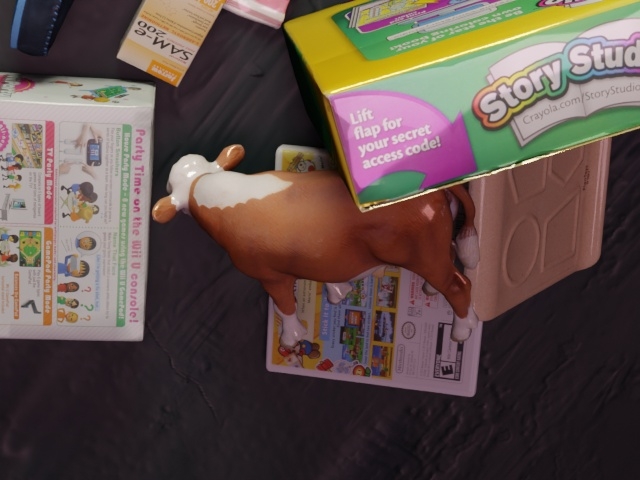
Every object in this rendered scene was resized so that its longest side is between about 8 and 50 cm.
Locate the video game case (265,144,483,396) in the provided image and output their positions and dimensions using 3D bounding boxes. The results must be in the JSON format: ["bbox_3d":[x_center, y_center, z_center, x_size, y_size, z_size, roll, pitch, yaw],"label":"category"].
[{"bbox_3d":[0.055,0.029,1.267,0.206,0.026,0.227,6,109,9],"label":"video game case"}]

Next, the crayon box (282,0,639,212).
[{"bbox_3d":[0.167,-0.160,1.093,0.363,0.313,0.106,-17,110,-1],"label":"crayon box"}]

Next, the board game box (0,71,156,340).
[{"bbox_3d":[-0.303,-0.032,1.189,0.303,0.097,0.224,3,110,-7],"label":"board game box"}]

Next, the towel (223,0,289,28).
[{"bbox_3d":[-0.063,-0.298,1.164,0.144,0.029,0.197,21,105,-13],"label":"towel"}]

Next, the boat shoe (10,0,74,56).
[{"bbox_3d":[-0.187,-0.268,1.118,0.089,0.109,0.258,19,108,-17],"label":"boat shoe"}]

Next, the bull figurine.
[{"bbox_3d":[0.000,0.000,1.171,0.310,0.101,0.188,-1,134,36],"label":"bull figurine"}]

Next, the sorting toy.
[{"bbox_3d":[0.198,-0.042,1.239,0.208,0.038,0.193,-19,117,-45],"label":"sorting toy"}]

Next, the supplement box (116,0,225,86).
[{"bbox_3d":[-0.129,-0.193,1.175,0.062,0.036,0.098,25,119,-15],"label":"supplement box"}]
